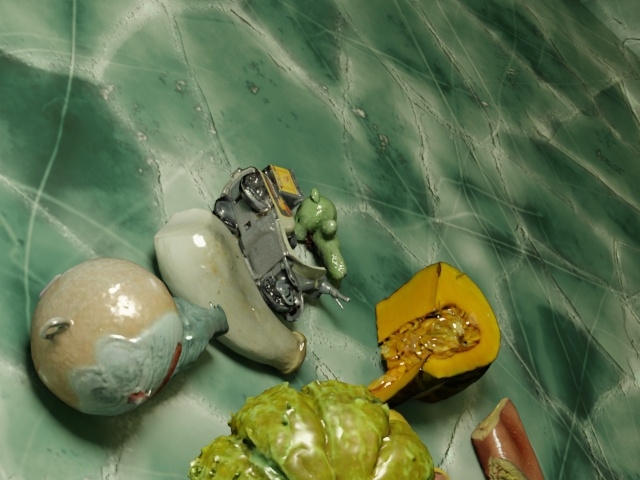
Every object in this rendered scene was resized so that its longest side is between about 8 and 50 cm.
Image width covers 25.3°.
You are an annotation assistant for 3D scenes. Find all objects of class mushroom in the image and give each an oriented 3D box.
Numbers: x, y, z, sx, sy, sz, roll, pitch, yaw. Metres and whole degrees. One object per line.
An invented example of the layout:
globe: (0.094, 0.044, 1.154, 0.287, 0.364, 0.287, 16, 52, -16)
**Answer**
mushroom: (-0.121, 0.083, 1.903, 0.270, 0.103, 0.118, 54, 39, -12)

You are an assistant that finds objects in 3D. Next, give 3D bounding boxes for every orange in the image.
orange: (-0.010, 0.317, 1.646, 0.300, 0.223, 0.301, 43, 77, -5)

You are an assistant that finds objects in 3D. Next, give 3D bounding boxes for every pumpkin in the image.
pumpkin: (0.146, 0.140, 2.117, 0.280, 0.139, 0.190, -3, 62, -55)

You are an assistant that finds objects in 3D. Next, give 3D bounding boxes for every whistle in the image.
whistle: (-0.210, 0.122, 1.688, 0.348, 0.189, 0.189, 11, 47, -61)

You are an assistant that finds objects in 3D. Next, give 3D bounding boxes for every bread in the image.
bread: (0.278, 0.322, 2.153, 0.119, 0.067, 0.192, 22, 42, -48)

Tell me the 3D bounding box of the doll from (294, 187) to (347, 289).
doll: (0.000, 0.000, 2.149, 0.115, 0.077, 0.150, 88, -16, -66)

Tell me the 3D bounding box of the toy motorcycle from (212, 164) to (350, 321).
toy motorcycle: (-0.061, 0.005, 2.055, 0.157, 0.091, 0.263, 12, 48, -49)

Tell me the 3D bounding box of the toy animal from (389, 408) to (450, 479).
toy animal: (0.125, 0.307, 1.987, 0.159, 0.070, 0.083, 48, -11, -25)
